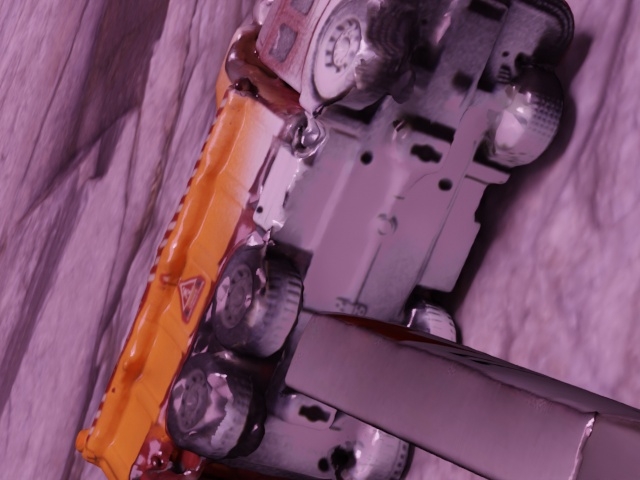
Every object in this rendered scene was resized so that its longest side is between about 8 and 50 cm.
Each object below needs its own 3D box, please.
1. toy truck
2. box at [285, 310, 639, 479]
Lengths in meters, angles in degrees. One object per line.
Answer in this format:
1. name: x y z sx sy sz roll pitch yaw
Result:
1. toy truck: 0.000 0.000 0.747 0.270 0.114 0.135 -67 30 10
2. box: 0.076 0.062 0.534 0.177 0.115 0.036 16 87 64
